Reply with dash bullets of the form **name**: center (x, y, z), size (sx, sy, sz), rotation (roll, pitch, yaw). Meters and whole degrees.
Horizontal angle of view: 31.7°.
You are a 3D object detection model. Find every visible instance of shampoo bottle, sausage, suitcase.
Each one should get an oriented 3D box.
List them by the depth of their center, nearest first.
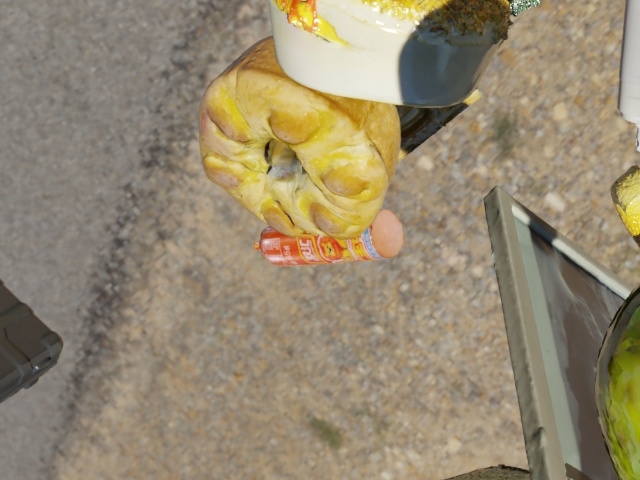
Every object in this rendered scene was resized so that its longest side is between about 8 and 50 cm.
- **suitcase**: center (-0.463, 0.133, 1.329), size (0.206, 0.285, 0.066), rotation (42, 126, 8)
- **shampoo bottle**: center (0.428, -0.258, 1.427), size (0.092, 0.092, 0.303), rotation (16, 121, 32)
- **sausage**: center (0.000, 0.000, 1.694), size (0.274, 0.074, 0.074), rotation (-5, 118, 44)

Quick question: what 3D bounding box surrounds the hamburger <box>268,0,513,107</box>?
- **hamburger**: center (0.074, -0.270, 1.292), size (0.294, 0.276, 0.179), rotation (7, 119, -10)

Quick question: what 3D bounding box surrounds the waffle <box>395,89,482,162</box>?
- **waffle**: center (0.076, -0.266, 1.902), size (0.348, 0.304, 0.077), rotation (47, -171, -41)

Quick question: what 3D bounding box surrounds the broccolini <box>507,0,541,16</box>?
- **broccolini**: center (0.266, -0.421, 1.563), size (0.071, 0.254, 0.057), rotation (-2, 155, 0)

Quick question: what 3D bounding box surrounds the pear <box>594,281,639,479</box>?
- **pear**: center (0.258, 0.119, 0.539), size (0.282, 0.176, 0.286), rotation (35, -173, -18)

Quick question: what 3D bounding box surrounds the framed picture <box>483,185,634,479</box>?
- **framed picture**: center (0.302, 0.158, 1.111), size (0.326, 0.446, 0.028), rotation (34, 120, -22)

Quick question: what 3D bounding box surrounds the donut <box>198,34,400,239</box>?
- **donut**: center (-0.031, -0.134, 1.528), size (0.317, 0.150, 0.299), rotation (-1, 140, 48)

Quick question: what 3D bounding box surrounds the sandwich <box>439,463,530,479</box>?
- **sandwich**: center (0.232, 0.420, 1.677), size (0.301, 0.271, 0.099), rotation (-15, 92, 69)

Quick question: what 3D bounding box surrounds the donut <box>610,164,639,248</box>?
- **donut**: center (0.531, -0.035, 1.826), size (0.078, 0.146, 0.181), rotation (-36, 101, 8)
